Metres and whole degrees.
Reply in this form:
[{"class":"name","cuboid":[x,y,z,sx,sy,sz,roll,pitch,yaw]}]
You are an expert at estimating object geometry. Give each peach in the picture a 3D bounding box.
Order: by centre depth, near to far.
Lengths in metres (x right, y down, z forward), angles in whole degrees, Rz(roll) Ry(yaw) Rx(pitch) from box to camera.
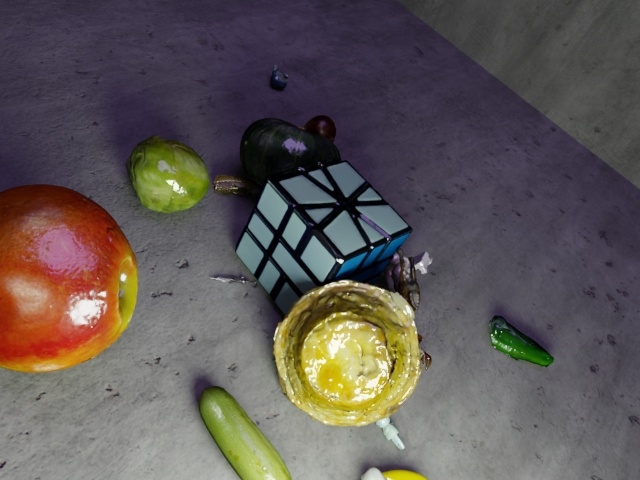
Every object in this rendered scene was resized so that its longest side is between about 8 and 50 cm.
[{"class":"peach","cuboid":[-0.536,0.069,1.111,0.372,0.373,0.290,26,10,-5]}]

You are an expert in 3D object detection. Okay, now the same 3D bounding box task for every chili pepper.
[{"class":"chili pepper","cuboid":[0.568,0.288,1.680,0.216,0.062,0.108,33,42,0]}]

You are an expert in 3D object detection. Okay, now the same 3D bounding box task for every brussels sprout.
[{"class":"brussels sprout","cuboid":[-0.388,-0.173,1.514,0.223,0.161,0.223,16,51,-20]}]

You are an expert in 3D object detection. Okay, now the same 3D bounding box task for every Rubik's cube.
[{"class":"Rubik's cube","cuboid":[0.000,0.000,1.474,0.288,0.283,0.293,-19,58,-41]}]

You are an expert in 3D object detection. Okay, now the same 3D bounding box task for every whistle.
[{"class":"whistle","cuboid":[0.157,0.430,1.336,0.035,0.035,0.100,-19,62,-40]}]

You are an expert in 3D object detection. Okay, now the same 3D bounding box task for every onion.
[{"class":"onion","cuboid":[0.000,-0.360,1.949,0.118,0.119,0.117,36,38,6]}]

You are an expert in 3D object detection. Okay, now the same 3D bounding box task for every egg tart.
[{"class":"egg tart","cuboid":[0.054,0.245,1.261,0.341,0.341,0.129,37,1,8]}]

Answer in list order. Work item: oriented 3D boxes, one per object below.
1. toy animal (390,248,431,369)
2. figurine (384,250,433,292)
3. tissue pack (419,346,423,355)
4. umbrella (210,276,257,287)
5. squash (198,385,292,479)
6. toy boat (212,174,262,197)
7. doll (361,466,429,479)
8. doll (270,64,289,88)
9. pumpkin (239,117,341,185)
[{"class":"toy animal","cuboid":[0.213,0.177,1.460,0.087,0.243,0.260,-8,59,11]},{"class":"figurine","cuboid":[0.176,0.010,1.625,0.144,0.182,0.257,-42,96,-33]},{"class":"tissue pack","cuboid":[0.107,0.248,1.380,0.222,0.186,0.090,49,8,21]},{"class":"umbrella","cuboid":[-0.214,0.098,1.463,0.122,0.013,0.022,13,67,-20]},{"class":"squash","cuboid":[-0.131,0.421,1.147,0.094,0.094,0.341,-23,65,-41]},{"class":"toy boat","cuboid":[-0.230,-0.148,1.665,0.149,0.047,0.049,10,60,-17]},{"class":"doll","cuboid":[0.168,0.562,1.162,0.237,0.111,0.252,-22,54,-42]},{"class":"doll","cuboid":[-0.148,-0.579,2.115,0.076,0.050,0.083,28,38,-30]},{"class":"pumpkin","cuboid":[-0.091,-0.226,1.672,0.300,0.207,0.300,17,15,-5]}]
